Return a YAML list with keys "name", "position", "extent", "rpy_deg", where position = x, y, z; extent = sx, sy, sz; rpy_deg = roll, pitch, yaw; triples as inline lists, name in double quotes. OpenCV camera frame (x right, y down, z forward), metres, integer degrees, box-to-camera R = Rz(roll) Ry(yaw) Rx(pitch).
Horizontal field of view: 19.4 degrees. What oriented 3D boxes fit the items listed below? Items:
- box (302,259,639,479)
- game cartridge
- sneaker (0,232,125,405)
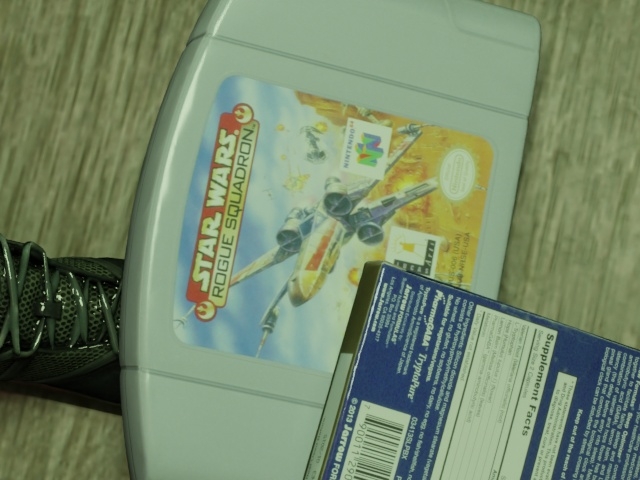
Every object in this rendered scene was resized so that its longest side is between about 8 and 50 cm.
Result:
- name: "box"
  position: [0.109, 0.109, 0.968]
  extent: [0.225, 0.036, 0.136]
  rpy_deg: [19, 81, -16]
- name: "game cartridge"
  position: [0.000, 0.000, 0.986]
  extent: [0.198, 0.062, 0.297]
  rpy_deg: [13, 82, -21]
- name: "sneaker"
  position: [-0.139, 0.041, 0.999]
  extent: [0.227, 0.130, 0.087]
  rpy_deg: [6, 84, 7]
